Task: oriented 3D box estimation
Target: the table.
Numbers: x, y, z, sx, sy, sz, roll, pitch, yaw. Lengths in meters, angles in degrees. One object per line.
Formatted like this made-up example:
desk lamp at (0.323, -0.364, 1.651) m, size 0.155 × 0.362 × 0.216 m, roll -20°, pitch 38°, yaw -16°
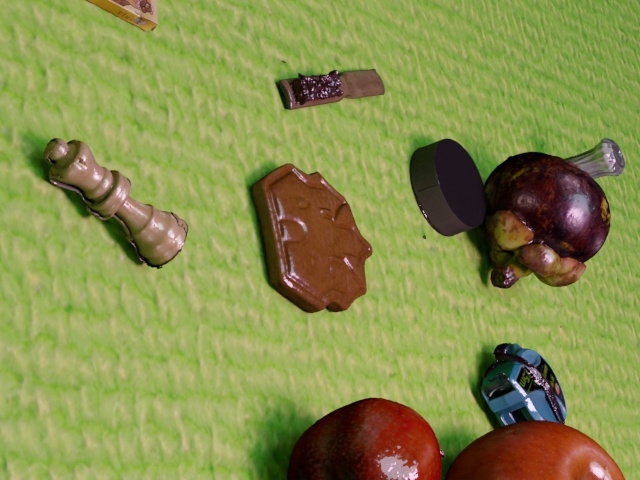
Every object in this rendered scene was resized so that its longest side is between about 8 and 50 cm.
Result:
table at (0.180, -0.075, 2.091) m, size 0.133 × 0.043 × 0.133 m, roll 33°, pitch 47°, yaw -44°

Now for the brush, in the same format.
brush at (0.025, -0.200, 1.935) m, size 0.248 × 0.036 × 0.043 m, roll -16°, pitch 90°, yaw -59°

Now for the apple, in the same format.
apple at (0.267, 0.349, 1.824) m, size 0.251 × 0.206 × 0.272 m, roll 52°, pitch 36°, yaw -21°

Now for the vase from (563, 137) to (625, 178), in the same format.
vase at (0.404, -0.111, 2.357) m, size 0.081 × 0.148 × 0.081 m, roll 34°, pitch 45°, yaw -43°

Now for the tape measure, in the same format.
tape measure at (0.281, 0.209, 2.044) m, size 0.146 × 0.081 × 0.125 m, roll 56°, pitch 28°, yaw -13°

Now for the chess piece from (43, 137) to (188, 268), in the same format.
chess piece at (-0.206, -0.042, 1.469) m, size 0.172 × 0.060 × 0.060 m, roll 41°, pitch 41°, yaw -34°

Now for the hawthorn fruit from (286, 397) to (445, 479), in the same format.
hawthorn fruit at (0.053, 0.248, 1.605) m, size 0.169 × 0.169 × 0.188 m, roll 64°, pitch 28°, yaw -8°

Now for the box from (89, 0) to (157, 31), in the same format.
box at (-0.228, -0.282, 1.606) m, size 0.149 × 0.020 × 0.073 m, roll 22°, pitch 54°, yaw -51°

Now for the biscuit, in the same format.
biscuit at (0.002, -0.001, 1.782) m, size 0.215 × 0.034 × 0.182 m, roll 9°, pitch 65°, yaw -55°

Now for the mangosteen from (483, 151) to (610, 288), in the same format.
mangosteen at (0.310, -0.018, 2.152) m, size 0.192 × 0.192 × 0.217 m, roll 41°, pitch 74°, yaw -37°
